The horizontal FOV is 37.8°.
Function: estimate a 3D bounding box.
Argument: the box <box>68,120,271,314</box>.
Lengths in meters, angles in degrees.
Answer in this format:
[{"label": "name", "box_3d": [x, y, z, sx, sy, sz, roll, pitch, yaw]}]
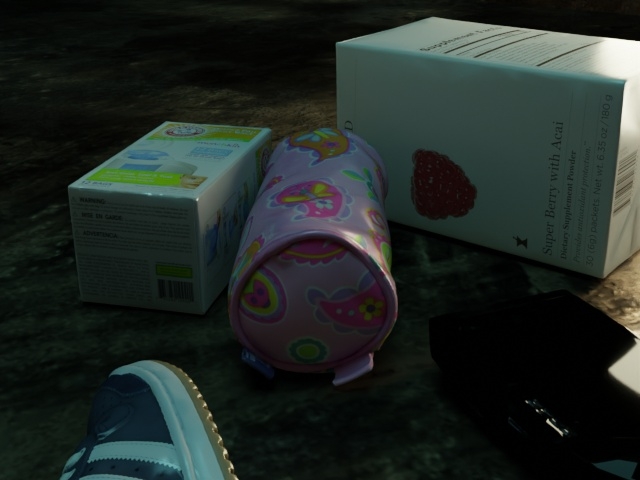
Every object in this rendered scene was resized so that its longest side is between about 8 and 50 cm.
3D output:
[{"label": "box", "box_3d": [-0.122, -0.028, 0.829, 0.114, 0.103, 0.203, 6, 23, 14]}]

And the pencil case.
[{"label": "pencil case", "box_3d": [0.000, 0.000, 0.750, 0.124, 0.124, 0.284, 0, 23, 1]}]

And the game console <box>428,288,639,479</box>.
[{"label": "game console", "box_3d": [0.270, 0.079, 0.640, 0.361, 0.044, 0.213, -10, 24, -22]}]

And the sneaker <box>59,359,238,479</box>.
[{"label": "sneaker", "box_3d": [-0.111, 0.149, 0.411, 0.153, 0.099, 0.282, -8, 27, -21]}]

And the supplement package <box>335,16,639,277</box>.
[{"label": "supplement package", "box_3d": [0.179, -0.103, 0.903, 0.293, 0.178, 0.175, 16, 29, 36]}]
